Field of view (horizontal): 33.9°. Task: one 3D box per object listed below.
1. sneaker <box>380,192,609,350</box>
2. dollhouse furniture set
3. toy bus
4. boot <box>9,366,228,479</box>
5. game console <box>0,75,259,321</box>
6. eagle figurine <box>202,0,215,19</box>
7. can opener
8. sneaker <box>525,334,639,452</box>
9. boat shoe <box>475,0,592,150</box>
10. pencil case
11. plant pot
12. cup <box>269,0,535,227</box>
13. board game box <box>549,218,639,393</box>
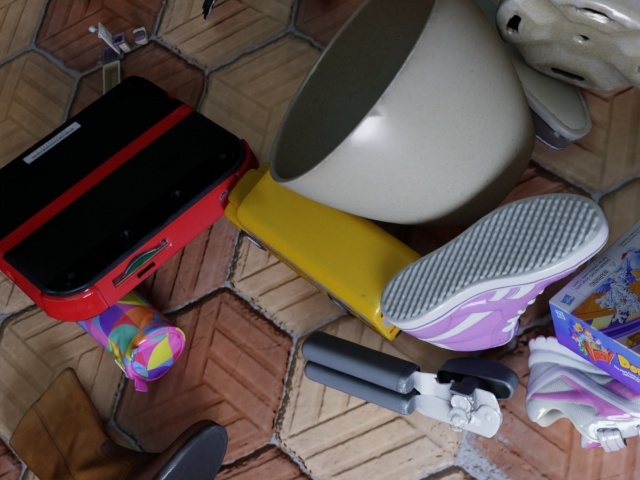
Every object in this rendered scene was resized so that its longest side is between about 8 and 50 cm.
[{"bbox_3d":[0.227,0.046,1.239,0.282,0.161,0.102,-25,50,28],"label":"sneaker"},{"bbox_3d":[-0.338,-0.305,1.729,0.091,0.081,0.114,-16,61,16],"label":"dollhouse furniture set"},{"bbox_3d":[0.000,0.000,1.411,0.333,0.130,0.108,36,84,32],"label":"toy bus"},{"bbox_3d":[-0.280,0.275,1.440,0.264,0.096,0.280,-52,52,9],"label":"boot"},{"bbox_3d":[-0.319,-0.074,1.572,0.386,0.060,0.342,-41,50,-21],"label":"game console"},{"bbox_3d":[-0.102,-0.510,1.692,0.226,0.225,0.298,-9,92,63],"label":"eagle figurine"},{"bbox_3d":[0.108,0.176,1.329,0.280,0.074,0.093,13,38,26],"label":"can opener"},{"bbox_3d":[0.346,0.194,1.198,0.252,0.103,0.111,12,76,34],"label":"sneaker"},{"bbox_3d":[0.239,-0.237,1.440,0.324,0.116,0.096,52,134,20],"label":"boat shoe"},{"bbox_3d":[-0.299,0.109,1.510,0.104,0.104,0.236,-49,56,-4],"label":"pencil case"},{"bbox_3d":[0.374,-0.367,1.311,0.334,0.334,0.305,16,76,28],"label":"plant pot"},{"bbox_3d":[0.127,-0.148,1.314,0.331,0.237,0.331,-47,21,24],"label":"cup"},{"bbox_3d":[0.459,0.037,1.150,0.347,0.078,0.233,-39,45,-17],"label":"board game box"}]
